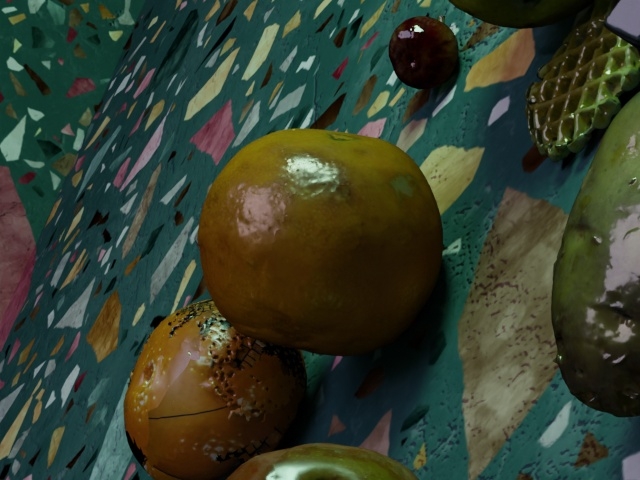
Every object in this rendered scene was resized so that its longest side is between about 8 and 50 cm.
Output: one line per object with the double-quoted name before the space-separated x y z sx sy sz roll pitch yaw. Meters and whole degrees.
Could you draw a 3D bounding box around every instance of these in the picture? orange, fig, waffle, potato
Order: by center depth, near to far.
"potato" 0.273 -0.004 1.226 0.191 0.141 0.296 20 78 53
"waffle" 0.269 -0.166 1.609 0.183 0.036 0.169 -51 24 25
"orange" 0.000 0.000 1.691 0.261 0.261 0.261 -48 23 28
"orange" -0.124 0.180 1.854 0.234 0.182 0.234 -33 43 37
"fig" 0.137 -0.238 1.984 0.089 0.089 0.125 -42 -1 38

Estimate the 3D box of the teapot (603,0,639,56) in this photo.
"teapot" 0.337 -0.205 1.448 0.177 0.087 0.096 -54 48 14

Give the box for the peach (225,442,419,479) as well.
"peach" 0.015 0.280 1.353 0.235 0.214 0.214 28 87 52

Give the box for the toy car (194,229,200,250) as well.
"toy car" -0.090 0.022 2.082 0.089 0.108 0.209 -58 20 5

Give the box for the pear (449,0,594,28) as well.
"pear" 0.218 -0.356 1.695 0.253 0.253 0.307 -42 33 38
